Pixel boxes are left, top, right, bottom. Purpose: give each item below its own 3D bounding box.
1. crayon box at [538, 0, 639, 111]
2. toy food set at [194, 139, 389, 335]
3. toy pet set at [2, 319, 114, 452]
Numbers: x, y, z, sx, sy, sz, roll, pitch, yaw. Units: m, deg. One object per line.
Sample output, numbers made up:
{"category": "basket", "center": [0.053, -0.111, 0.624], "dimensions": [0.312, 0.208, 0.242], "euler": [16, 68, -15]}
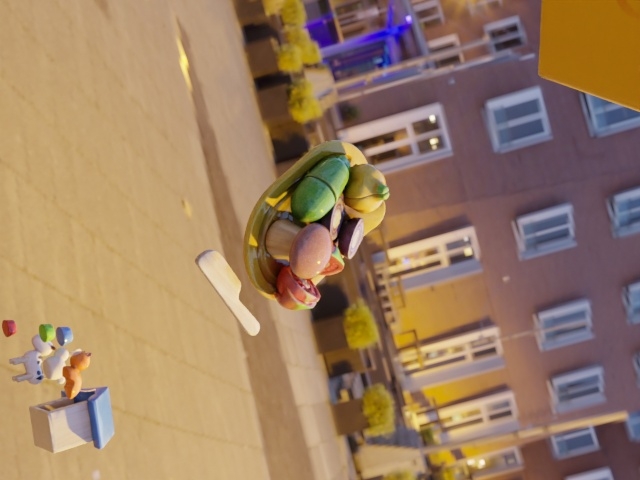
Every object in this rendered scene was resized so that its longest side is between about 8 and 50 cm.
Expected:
{"category": "crayon box", "center": [0.201, -0.167, 0.176], "dimensions": [0.313, 0.106, 0.363], "euler": [31, -42, 42]}
{"category": "toy food set", "center": [0.000, 0.000, 0.862], "dimensions": [0.071, 0.218, 0.128], "euler": [19, -37, 41]}
{"category": "toy pet set", "center": [-0.203, 0.116, 0.767], "dimensions": [0.122, 0.065, 0.114], "euler": [1, -80, 50]}
